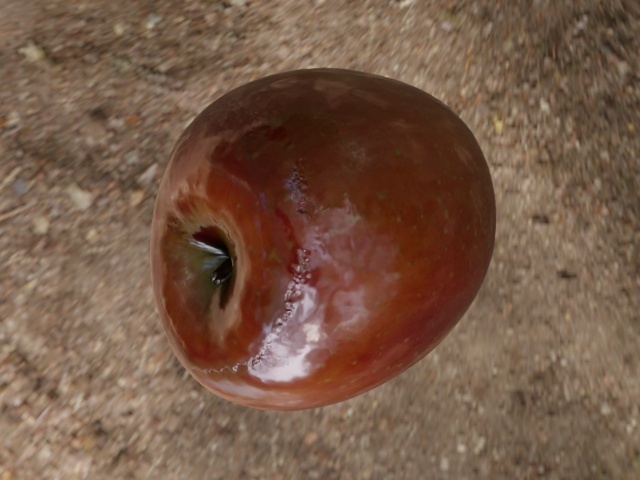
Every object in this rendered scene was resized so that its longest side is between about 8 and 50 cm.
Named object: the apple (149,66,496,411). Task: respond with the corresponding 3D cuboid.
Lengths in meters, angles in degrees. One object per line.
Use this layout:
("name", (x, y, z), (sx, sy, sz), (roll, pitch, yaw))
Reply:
("apple", (0.000, 0.000, 0.852), (0.181, 0.168, 0.181), (-1, 89, 51))
